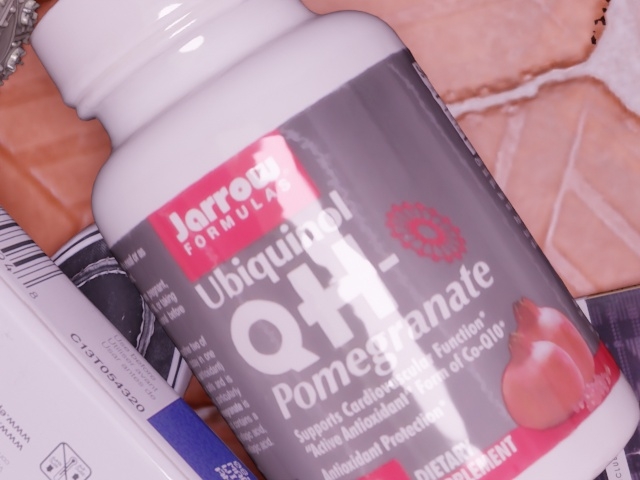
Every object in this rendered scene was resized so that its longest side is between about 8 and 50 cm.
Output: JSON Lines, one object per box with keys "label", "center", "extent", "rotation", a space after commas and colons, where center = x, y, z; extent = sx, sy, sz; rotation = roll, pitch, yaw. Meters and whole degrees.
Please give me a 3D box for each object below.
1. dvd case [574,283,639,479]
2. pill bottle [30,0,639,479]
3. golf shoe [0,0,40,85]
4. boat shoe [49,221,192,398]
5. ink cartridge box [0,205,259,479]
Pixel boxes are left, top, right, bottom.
{"label": "dvd case", "center": [0.243, 0.088, 0.822], "extent": [0.221, 0.018, 0.164], "rotation": [-14, 95, 18]}
{"label": "pill bottle", "center": [0.000, 0.000, 0.780], "extent": [0.176, 0.176, 0.318], "rotation": [-34, 91, 8]}
{"label": "golf shoe", "center": [-0.221, -0.087, 0.855], "extent": [0.086, 0.069, 0.176], "rotation": [36, 97, 8]}
{"label": "boat shoe", "center": [-0.166, 0.119, 0.846], "extent": [0.108, 0.102, 0.301], "rotation": [37, 98, 2]}
{"label": "ink cartridge box", "center": [-0.198, 0.166, 0.772], "extent": [0.324, 0.071, 0.330], "rotation": [47, 110, 4]}
